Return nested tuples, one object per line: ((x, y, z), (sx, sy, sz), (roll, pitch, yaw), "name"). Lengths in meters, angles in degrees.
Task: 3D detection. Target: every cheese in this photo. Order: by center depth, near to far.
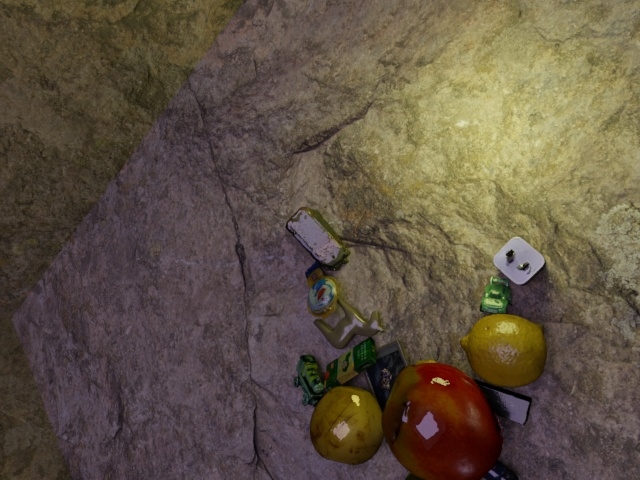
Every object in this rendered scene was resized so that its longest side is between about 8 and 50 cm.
((-0.002, 0.203, 1.829), (0.177, 0.069, 0.271), (-44, 41, 20), "cheese")

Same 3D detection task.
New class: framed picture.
((0.265, 0.535, 1.666), (0.208, 0.019, 0.282), (-36, 65, 33), "framed picture")

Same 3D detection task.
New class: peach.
((0.377, 0.564, 1.387), (0.369, 0.370, 0.371), (-4, 81, 28), "peach")

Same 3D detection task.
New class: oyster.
((0.239, 0.516, 1.663), (0.054, 0.019, 0.083), (8, 92, 41), "oyster")

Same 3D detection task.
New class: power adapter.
((0.643, 0.067, 1.445), (0.125, 0.204, 0.130), (-49, 66, 14), "power adapter")

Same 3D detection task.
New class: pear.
((0.098, 0.671, 1.631), (0.280, 0.280, 0.281), (-4, 81, 28), "pear")

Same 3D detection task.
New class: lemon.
((0.585, 0.350, 1.427), (0.253, 0.228, 0.229), (-11, 78, 38), "lemon")

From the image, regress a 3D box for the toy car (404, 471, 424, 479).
((0.376, 0.889, 1.480), (0.247, 0.198, 0.204), (27, 95, 27), "toy car")

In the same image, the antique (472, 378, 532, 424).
((0.578, 0.529, 1.489), (0.220, 0.081, 0.080), (12, 87, 30), "antique")

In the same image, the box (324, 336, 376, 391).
((0.113, 0.479, 1.726), (0.235, 0.132, 0.034), (-38, 108, 19), "box")

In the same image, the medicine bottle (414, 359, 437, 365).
((0.402, 0.560, 1.589), (0.094, 0.064, 0.261), (-20, 77, 39), "medicine bottle")

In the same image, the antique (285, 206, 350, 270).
((0.000, 0.000, 1.852), (0.125, 0.150, 0.284), (-45, 73, 15), "antique")

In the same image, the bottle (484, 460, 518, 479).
((0.531, 0.735, 1.488), (0.244, 0.072, 0.082), (30, 125, 27), "bottle")

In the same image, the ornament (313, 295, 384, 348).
((0.119, 0.332, 1.774), (0.245, 0.061, 0.230), (44, 102, 29), "ornament")

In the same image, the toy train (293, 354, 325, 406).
((-0.042, 0.563, 1.775), (0.200, 0.083, 0.132), (42, 123, 58), "toy train")

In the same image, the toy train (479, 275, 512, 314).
((0.595, 0.188, 1.509), (0.099, 0.149, 0.081), (6, 113, 30), "toy train")
